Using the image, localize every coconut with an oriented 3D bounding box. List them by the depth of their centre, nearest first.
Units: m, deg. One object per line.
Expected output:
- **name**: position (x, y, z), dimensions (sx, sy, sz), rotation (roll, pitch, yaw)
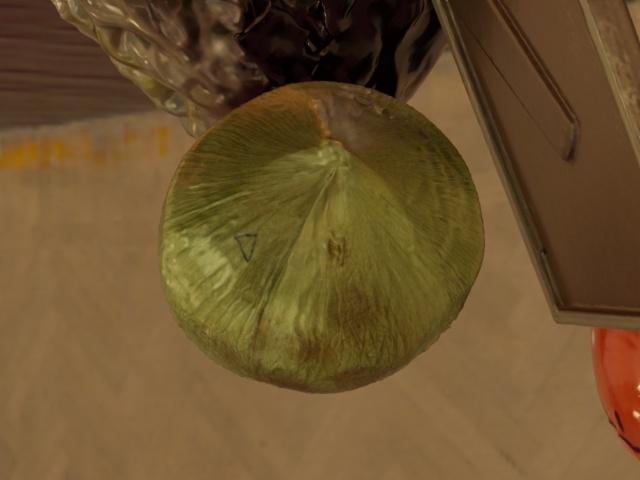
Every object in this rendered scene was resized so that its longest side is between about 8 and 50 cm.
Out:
- **coconut**: position (0.000, 0.000, 0.374), dimensions (0.096, 0.088, 0.088), rotation (99, 148, -65)

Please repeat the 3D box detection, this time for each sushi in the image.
- **sushi**: position (-0.027, -0.214, 0.808), dimensions (0.281, 0.299, 0.294), rotation (41, 90, 26)

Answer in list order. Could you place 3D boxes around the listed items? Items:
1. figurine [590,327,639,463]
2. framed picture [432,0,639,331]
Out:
- **figurine**: position (0.274, 0.072, 0.804), dimensions (0.320, 0.196, 0.323), rotation (-45, 25, 12)
- **framed picture**: position (0.092, -0.060, 0.553), dimensions (0.150, 0.015, 0.203), rotation (170, 79, -77)
